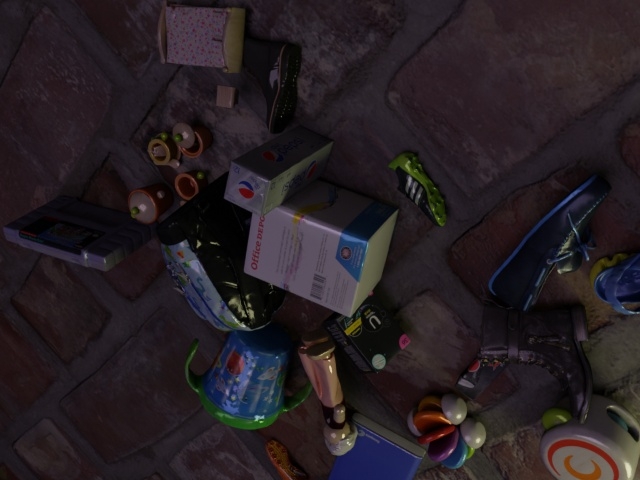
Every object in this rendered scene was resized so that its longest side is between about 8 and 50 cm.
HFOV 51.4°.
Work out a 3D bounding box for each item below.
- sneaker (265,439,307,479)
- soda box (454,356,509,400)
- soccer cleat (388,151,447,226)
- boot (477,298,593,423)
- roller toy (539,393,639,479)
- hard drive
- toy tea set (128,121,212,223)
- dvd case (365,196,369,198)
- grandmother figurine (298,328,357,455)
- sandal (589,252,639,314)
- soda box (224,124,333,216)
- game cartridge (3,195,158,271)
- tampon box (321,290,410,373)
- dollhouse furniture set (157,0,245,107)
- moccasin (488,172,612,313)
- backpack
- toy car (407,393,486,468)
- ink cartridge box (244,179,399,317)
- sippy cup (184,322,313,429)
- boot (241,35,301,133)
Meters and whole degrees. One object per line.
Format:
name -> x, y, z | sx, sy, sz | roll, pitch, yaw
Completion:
sneaker -> -0.113, 0.668, 1.968 | 0.067, 0.064, 0.175 | -32, 93, 45
soda box -> 0.381, 0.292, 1.531 | 0.060, 0.053, 0.169 | 36, 124, 8
soccer cleat -> 0.211, -0.106, 1.433 | 0.072, 0.060, 0.179 | -29, 92, 44
boot -> 0.450, 0.250, 1.408 | 0.229, 0.091, 0.263 | -5, 76, 22
roller toy -> 0.584, 0.436, 1.435 | 0.191, 0.146, 0.209 | 8, 125, 32
hard drive -> 0.141, 0.642, 1.833 | 0.210, 0.040, 0.319 | 26, 123, 15
toy tea set -> -0.385, -0.152, 1.679 | 0.200, 0.124, 0.336 | 25, 122, 16
dvd case -> 0.020, -0.027, 1.590 | 0.221, 0.018, 0.165 | 4, 115, 26
grandmother figurine -> 0.023, 0.396, 1.691 | 0.104, 0.208, 0.342 | -10, 112, 4
sandal -> 0.648, 0.052, 1.225 | 0.317, 0.138, 0.126 | -38, 91, 34
soda box -> -0.083, -0.155, 1.419 | 0.098, 0.286, 0.091 | 26, 123, 15
game cartridge -> -0.655, -0.028, 1.817 | 0.355, 0.230, 0.068 | 14, 118, 21
tampon box -> 0.108, 0.218, 1.580 | 0.161, 0.120, 0.101 | 52, 157, -3
dollhouse furniture set -> -0.337, -0.479, 1.434 | 0.303, 0.174, 0.356 | 12, 108, 23
moccasin -> 0.472, 0.014, 1.313 | 0.117, 0.137, 0.342 | 46, 140, 18
backpack -> -0.226, 0.053, 1.624 | 0.273, 0.290, 0.355 | -26, 106, 43
toy car -> 0.296, 0.472, 1.610 | 0.159, 0.136, 0.182 | -36, 93, 35
ink cartridge box -> 0.000, 0.000, 1.481 | 0.270, 0.197, 0.198 | 22, 121, 17
sippy cup -> -0.180, 0.334, 1.751 | 0.240, 0.305, 0.224 | 42, 121, 37
boot -> -0.124, -0.350, 1.487 | 0.137, 0.077, 0.198 | 21, 108, 23
